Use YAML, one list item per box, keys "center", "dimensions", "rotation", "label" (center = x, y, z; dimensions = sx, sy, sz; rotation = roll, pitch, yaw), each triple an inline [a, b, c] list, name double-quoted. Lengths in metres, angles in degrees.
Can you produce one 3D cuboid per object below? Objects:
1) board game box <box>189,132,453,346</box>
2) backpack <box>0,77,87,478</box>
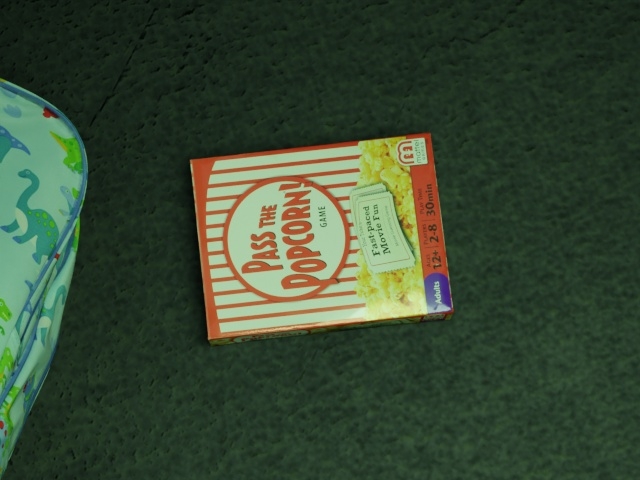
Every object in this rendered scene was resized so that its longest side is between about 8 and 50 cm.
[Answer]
- center: [0.000, 0.000, 1.388]
  dimensions: [0.193, 0.045, 0.147]
  rotation: [-7, 79, -1]
  label: "board game box"
- center: [-0.306, 0.034, 1.251]
  dimensions: [0.290, 0.355, 0.273]
  rotation: [23, 118, 3]
  label: "backpack"
